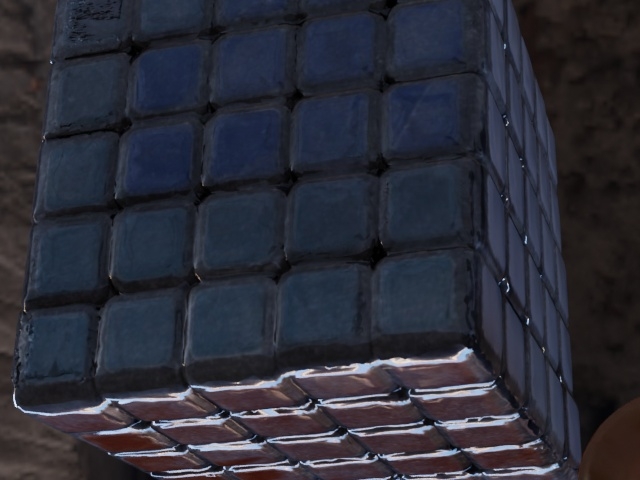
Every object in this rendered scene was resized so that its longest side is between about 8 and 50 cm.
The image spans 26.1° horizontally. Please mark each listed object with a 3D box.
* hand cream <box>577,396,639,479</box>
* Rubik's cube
[{"bbox_3d":[0.181,0.183,0.643,0.089,0.314,0.139,-24,-125,-1],"label":"hand cream"},{"bbox_3d":[0.000,0.000,0.740,0.237,0.238,0.236,-8,-116,17],"label":"Rubik's cube"}]
